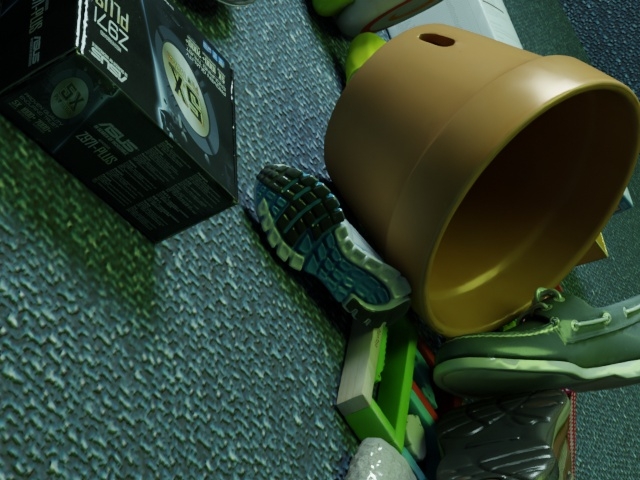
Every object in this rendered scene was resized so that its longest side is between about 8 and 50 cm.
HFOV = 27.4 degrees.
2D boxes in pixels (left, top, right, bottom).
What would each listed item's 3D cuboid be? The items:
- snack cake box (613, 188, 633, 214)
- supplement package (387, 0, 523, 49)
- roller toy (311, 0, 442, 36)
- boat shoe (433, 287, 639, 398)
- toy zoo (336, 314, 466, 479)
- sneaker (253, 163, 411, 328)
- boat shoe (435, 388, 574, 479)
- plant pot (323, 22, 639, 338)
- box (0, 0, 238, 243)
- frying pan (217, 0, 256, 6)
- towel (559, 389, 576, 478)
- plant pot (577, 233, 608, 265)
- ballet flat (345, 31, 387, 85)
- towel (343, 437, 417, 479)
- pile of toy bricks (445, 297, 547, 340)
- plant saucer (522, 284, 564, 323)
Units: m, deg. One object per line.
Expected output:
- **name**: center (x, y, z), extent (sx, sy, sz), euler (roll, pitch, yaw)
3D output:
- **snack cake box**: center (0.339, -0.109, 1.938), extent (0.264, 0.152, 0.089), euler (37, 35, -49)
- **supplement package**: center (0.170, -0.312, 1.787), extent (0.134, 0.139, 0.244), euler (9, 59, -63)
- **roller toy**: center (0.083, -0.342, 1.545), extent (0.146, 0.191, 0.209), euler (65, 21, 1)
- **boat shoe**: center (0.231, 0.100, 1.321), extent (0.319, 0.116, 0.099), euler (3, 71, -37)
- **toy zoo**: center (0.112, 0.201, 1.236), extent (0.293, 0.030, 0.192), euler (56, 23, -21)
- **sneaker**: center (0.000, 0.000, 1.173), extent (0.191, 0.071, 0.083), euler (49, 1, -28)
- **boat shoe**: center (0.163, 0.217, 1.144), extent (0.324, 0.122, 0.120), euler (-33, 112, -73)
- **plant pot**: center (0.140, -0.078, 1.280), extent (0.203, 0.291, 0.291), euler (41, 8, 32)
- **box**: center (-0.140, -0.112, 0.930), extent (0.180, 0.077, 0.147), euler (45, 29, -41)
- **frying pan**: center (-0.091, -0.353, 1.261), extent (0.197, 0.053, 0.326), euler (56, 36, -30)
- **towel**: center (0.263, 0.246, 1.430), extent (0.275, 0.031, 0.199), euler (-52, 142, -66)
- **plant pot**: center (0.326, -0.011, 1.766), extent (0.081, 0.083, 0.081), euler (44, 29, -44)
- **ballet flat**: center (0.076, -0.126, 1.465), extent (0.077, 0.077, 0.231), euler (-16, 83, -52)
- **towel**: center (0.090, 0.313, 1.036), extent (0.282, 0.049, 0.187), euler (59, 21, -12)
- **pile of toy bricks**: center (0.193, 0.085, 1.404), extent (0.212, 0.118, 0.105), euler (55, 0, -21)
- **plant saucer**: center (0.238, 0.029, 1.696), extent (0.258, 0.047, 0.259), euler (61, 21, -9)
